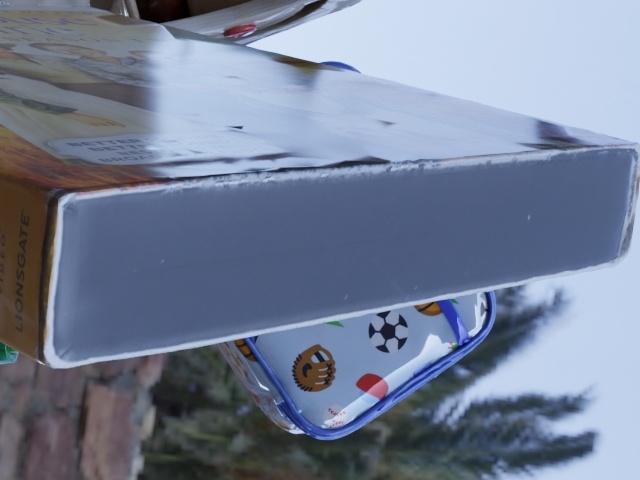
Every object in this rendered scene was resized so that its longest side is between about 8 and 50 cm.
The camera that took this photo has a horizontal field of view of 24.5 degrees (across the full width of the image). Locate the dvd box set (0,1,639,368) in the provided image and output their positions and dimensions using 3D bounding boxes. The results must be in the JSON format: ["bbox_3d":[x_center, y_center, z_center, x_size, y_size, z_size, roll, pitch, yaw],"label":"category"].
[{"bbox_3d":[-0.111,-0.053,0.683,0.420,0.307,0.062,21,-70,44],"label":"dvd box set"}]

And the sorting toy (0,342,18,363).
[{"bbox_3d":[-0.267,0.019,1.353,0.365,0.126,0.127,-79,159,-61],"label":"sorting toy"}]

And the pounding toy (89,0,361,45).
[{"bbox_3d":[-0.103,-0.239,1.227,0.269,0.154,0.155,-17,-93,25],"label":"pounding toy"}]

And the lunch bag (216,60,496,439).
[{"bbox_3d":[0.000,0.000,1.275,0.303,0.243,0.115,59,-15,-4],"label":"lunch bag"}]
